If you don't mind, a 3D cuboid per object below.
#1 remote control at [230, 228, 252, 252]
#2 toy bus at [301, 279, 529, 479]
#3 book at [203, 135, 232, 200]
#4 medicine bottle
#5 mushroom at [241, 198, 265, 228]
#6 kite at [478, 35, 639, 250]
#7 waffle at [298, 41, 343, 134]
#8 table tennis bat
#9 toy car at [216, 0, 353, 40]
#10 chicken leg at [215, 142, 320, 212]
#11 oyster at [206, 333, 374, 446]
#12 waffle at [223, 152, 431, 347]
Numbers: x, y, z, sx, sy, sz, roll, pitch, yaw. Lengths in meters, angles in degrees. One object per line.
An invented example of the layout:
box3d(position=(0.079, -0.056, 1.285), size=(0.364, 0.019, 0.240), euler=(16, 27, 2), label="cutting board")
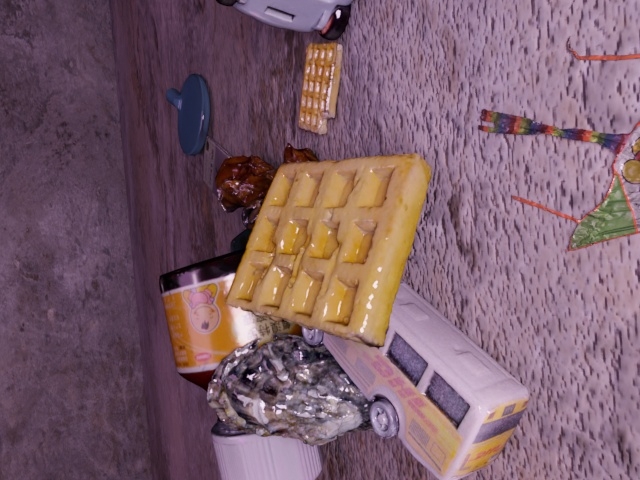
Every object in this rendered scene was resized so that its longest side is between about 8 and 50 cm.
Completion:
box3d(position=(-0.121, -0.001, 0.903), size=(0.222, 0.042, 0.072), euler=(-22, 74, 52), label="remote control")
box3d(position=(0.075, 0.120, 0.554), size=(0.342, 0.097, 0.138), euler=(45, 129, 46), label="toy bus")
box3d(position=(-0.264, -0.181, 1.141), size=(0.182, 0.014, 0.127), euler=(43, 129, 48), label="book")
box3d(position=(-0.110, 0.208, 0.758), size=(0.242, 0.243, 0.394), euler=(-19, 88, 58), label="medicine bottle")
box3d(position=(-0.057, -0.032, 0.765), size=(0.187, 0.061, 0.060), euler=(14, 86, 34), label="mushroom")
box3d(position=(0.225, -0.084, 0.365), size=(0.244, 0.006, 0.198), euler=(41, 128, 49), label="kite")
box3d(position=(-0.002, -0.234, 0.697), size=(0.092, 0.021, 0.134), euler=(32, 122, 52), label="waffle")
box3d(position=(-0.371, -0.362, 1.257), size=(0.329, 0.044, 0.215), euler=(45, 127, 46), label="table tennis bat")
box3d(position=(-0.019, -0.409, 0.564), size=(0.270, 0.181, 0.212), euler=(-24, 65, 58), label="toy car")
box3d(position=(-0.097, -0.112, 0.825), size=(0.304, 0.093, 0.113), euler=(1, 113, 50), label="chicken leg")
box3d(position=(-0.020, 0.220, 0.616), size=(0.252, 0.199, 0.087), euler=(37, 177, 11), label="oyster")
box3d(position=(0.000, 0.000, 0.563), size=(0.248, 0.055, 0.221), euler=(4, 70, 43), label="waffle")
